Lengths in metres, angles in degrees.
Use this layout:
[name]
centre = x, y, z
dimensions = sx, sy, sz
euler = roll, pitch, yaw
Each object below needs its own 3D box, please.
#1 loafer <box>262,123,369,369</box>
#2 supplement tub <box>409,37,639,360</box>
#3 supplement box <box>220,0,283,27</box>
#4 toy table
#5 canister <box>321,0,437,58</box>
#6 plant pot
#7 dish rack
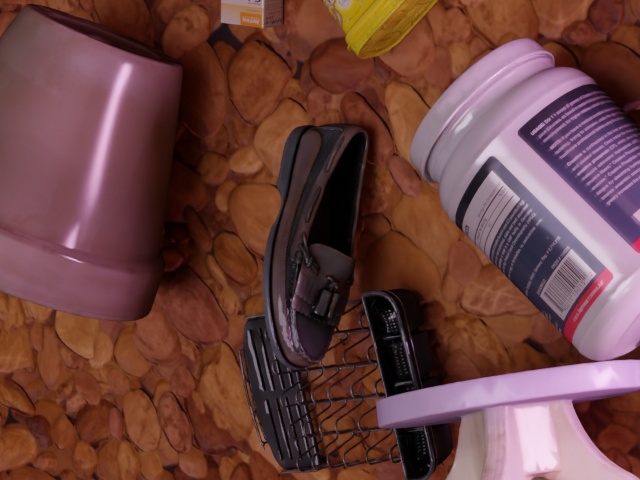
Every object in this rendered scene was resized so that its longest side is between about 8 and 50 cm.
[loafer]
centre = 0.000, 0.000, 1.976
dimensions = 0.084, 0.096, 0.267
euler = -9, 68, 36
[supplement tub]
centre = 0.235, -0.039, 1.778
dimensions = 0.272, 0.191, 0.191
euler = 47, 124, 19
[supplement box]
centre = -0.074, -0.283, 2.049
dimensions = 0.062, 0.036, 0.098
euler = 11, 108, 35
[toy table]
centre = 0.196, 0.216, 1.855
dimensions = 0.274, 0.252, 0.161
euler = -16, 77, 37
[canister]
centre = 0.039, -0.291, 1.940
dimensions = 0.126, 0.073, 0.170
euler = -46, 72, 35
[plant pot]
centre = -0.293, -0.102, 2.118
dimensions = 0.323, 0.323, 0.280
euler = 27, 100, 29
[dish rack]
centre = 0.014, 0.163, 2.069
dimensions = 0.271, 0.074, 0.208
euler = -10, 94, 38
